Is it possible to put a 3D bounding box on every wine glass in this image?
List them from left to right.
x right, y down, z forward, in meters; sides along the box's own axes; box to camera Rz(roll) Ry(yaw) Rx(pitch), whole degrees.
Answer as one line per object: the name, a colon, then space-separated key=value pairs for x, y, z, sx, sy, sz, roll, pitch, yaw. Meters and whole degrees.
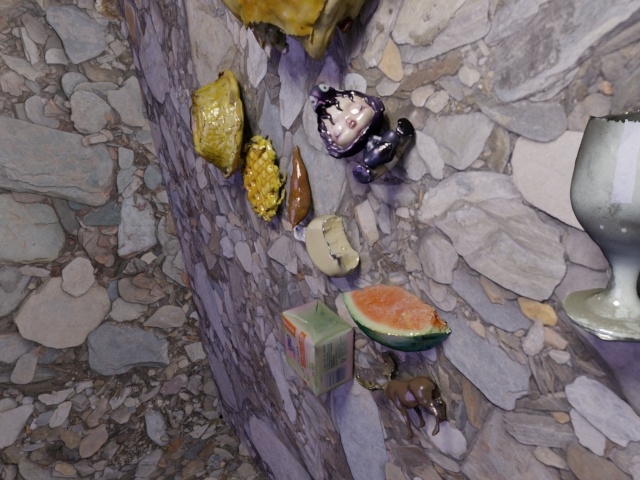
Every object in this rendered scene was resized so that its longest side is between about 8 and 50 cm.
wine glass: x=0.341 y=-0.019 z=0.457 sx=0.126 sy=0.126 sz=0.242 roll=24 pitch=126 yaw=52

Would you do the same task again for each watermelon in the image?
watermelon: x=0.158 y=0.196 z=0.909 sx=0.231 sy=0.128 sz=0.146 roll=34 pitch=151 yaw=45

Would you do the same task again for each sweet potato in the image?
sweet potato: x=-0.054 y=-0.140 z=1.121 sx=0.068 sy=0.068 sz=0.226 roll=-1 pitch=86 yaw=59

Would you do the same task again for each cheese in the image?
cheese: x=0.001 y=0.019 z=1.092 sx=0.248 sy=0.070 sz=0.164 roll=-11 pitch=94 yaw=60

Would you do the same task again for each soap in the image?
soap: x=-0.008 y=0.300 z=1.189 sx=0.182 sy=0.138 sz=0.200 roll=33 pitch=133 yaw=49

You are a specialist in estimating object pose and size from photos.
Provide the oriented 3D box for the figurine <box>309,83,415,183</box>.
figurine: x=0.071 y=-0.224 z=0.815 sx=0.222 sy=0.145 sz=0.145 roll=48 pitch=143 yaw=18

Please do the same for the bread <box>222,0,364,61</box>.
bread: x=-0.082 y=-0.525 z=0.831 sx=0.370 sy=0.191 sz=0.314 roll=64 pitch=148 yaw=12

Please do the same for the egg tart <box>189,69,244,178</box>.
egg tart: x=-0.340 y=-0.369 z=1.347 sx=0.345 sy=0.132 sz=0.346 roll=29 pitch=122 yaw=60

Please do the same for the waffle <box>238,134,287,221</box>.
waffle: x=-0.195 y=-0.197 z=1.315 sx=0.262 sy=0.060 sz=0.281 roll=41 pitch=138 yaw=42

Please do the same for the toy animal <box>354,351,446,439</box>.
toy animal: x=0.186 y=0.345 z=0.954 sx=0.186 sy=0.093 sz=0.214 roll=60 pitch=141 yaw=12
